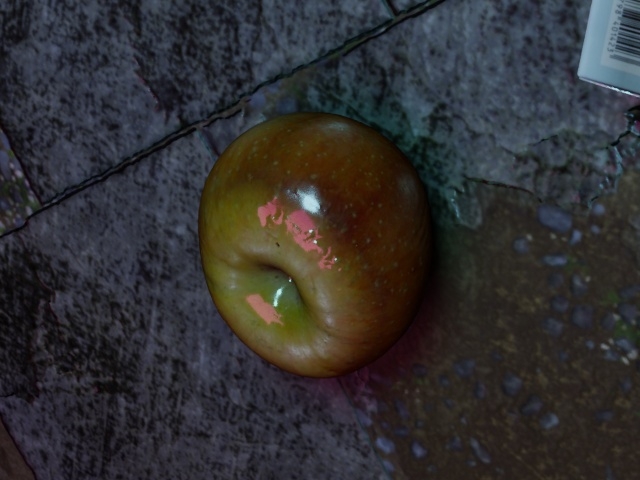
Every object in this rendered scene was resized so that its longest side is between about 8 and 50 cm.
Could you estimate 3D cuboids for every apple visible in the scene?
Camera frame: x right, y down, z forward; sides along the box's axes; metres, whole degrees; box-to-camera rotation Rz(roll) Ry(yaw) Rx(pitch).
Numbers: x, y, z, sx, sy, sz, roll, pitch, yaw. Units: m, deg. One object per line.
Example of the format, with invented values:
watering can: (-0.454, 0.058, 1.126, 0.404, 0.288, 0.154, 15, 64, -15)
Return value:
apple: (0.000, 0.000, 1.271, 0.210, 0.173, 0.234, 30, 135, 13)

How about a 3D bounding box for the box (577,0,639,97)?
box: (0.254, -0.239, 1.002, 0.079, 0.135, 0.269, 19, 123, 21)
